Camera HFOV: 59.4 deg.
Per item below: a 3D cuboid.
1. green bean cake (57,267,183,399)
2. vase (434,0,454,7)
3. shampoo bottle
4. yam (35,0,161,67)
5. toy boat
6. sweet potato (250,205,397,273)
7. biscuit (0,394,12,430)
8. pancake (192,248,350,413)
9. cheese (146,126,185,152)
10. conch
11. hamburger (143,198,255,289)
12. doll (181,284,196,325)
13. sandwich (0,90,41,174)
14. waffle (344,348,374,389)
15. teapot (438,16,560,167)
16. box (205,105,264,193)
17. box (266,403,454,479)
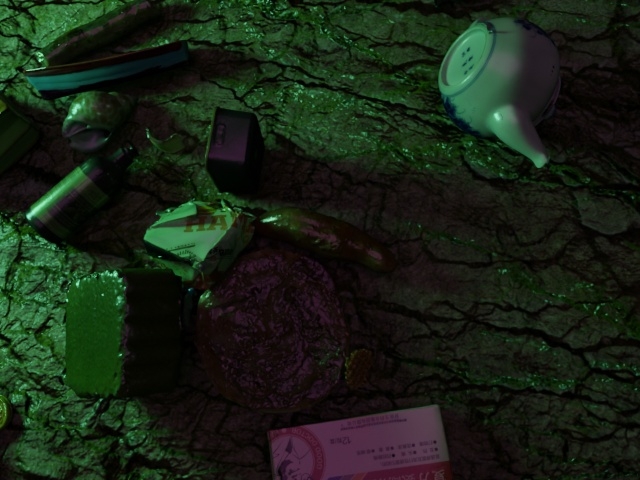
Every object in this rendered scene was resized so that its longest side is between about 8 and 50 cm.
[{"bbox_3d":[-0.395,0.185,1.128,0.247,0.156,0.249,-12,79,39],"label":"green bean cake"},{"bbox_3d":[0.359,-0.604,1.352,0.167,0.059,0.059,-8,76,2],"label":"vase"},{"bbox_3d":[-0.529,-0.119,1.277,0.284,0.101,0.101,-43,78,-7],"label":"shampoo bottle"},{"bbox_3d":[-0.549,-0.515,1.389,0.317,0.071,0.067,-29,113,-4],"label":"yam"},{"bbox_3d":[-0.508,-0.413,1.344,0.392,0.136,0.079,-14,108,0],"label":"toy boat"},{"bbox_3d":[-0.001,-0.013,1.218,0.355,0.095,0.106,14,119,10],"label":"sweet potato"},{"bbox_3d":[-0.710,0.376,1.213,0.084,0.023,0.084,-1,79,4],"label":"biscuit"},{"bbox_3d":[-0.104,0.188,1.197,0.356,0.065,0.356,0,79,-1],"label":"pancake"},{"bbox_3d":[-0.364,-0.231,1.314,0.084,0.060,0.041,13,72,2],"label":"cheese"},{"bbox_3d":[-0.529,-0.289,1.319,0.116,0.106,0.173,30,99,-10],"label":"conch"},{"bbox_3d":[-0.271,-0.007,1.207,0.235,0.125,0.214,10,41,26],"label":"hamburger"},{"bbox_3d":[-0.313,0.137,1.220,0.096,0.070,0.195,12,70,21],"label":"doll"},{"bbox_3d":[-0.819,-0.256,1.303,0.198,0.155,0.227,42,83,14],"label":"sandwich"},{"bbox_3d":[0.080,0.268,1.169,0.078,0.016,0.085,10,85,-39],"label":"waffle"},{"bbox_3d":[0.406,-0.332,1.207,0.280,0.252,0.423,21,51,-25],"label":"teapot"},{"bbox_3d":[-0.180,-0.188,1.221,0.090,0.201,0.144,7,76,1],"label":"box"},{"bbox_3d":[0.082,0.460,1.121,0.353,0.069,0.214,-9,77,3],"label":"box"}]
